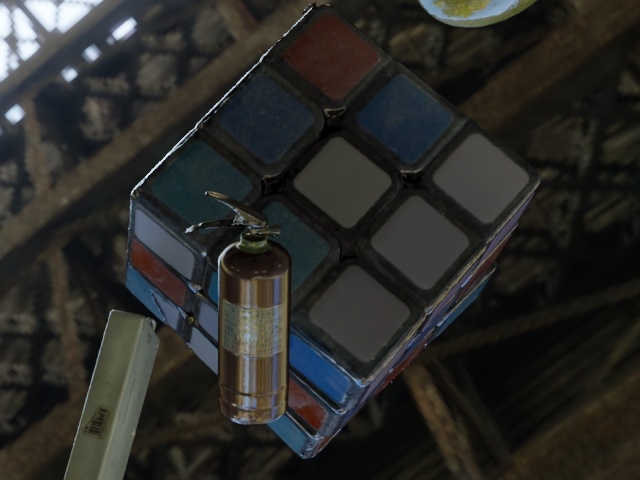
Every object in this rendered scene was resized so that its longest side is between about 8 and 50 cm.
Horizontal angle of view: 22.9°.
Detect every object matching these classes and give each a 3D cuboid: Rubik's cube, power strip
[{"bbox_3d":[0.000,0.000,1.888,0.362,0.363,0.359,-43,168,-23],"label":"Rubik's cube"},{"bbox_3d":[-0.246,0.254,1.726,0.043,0.106,0.367,10,-110,9],"label":"power strip"}]

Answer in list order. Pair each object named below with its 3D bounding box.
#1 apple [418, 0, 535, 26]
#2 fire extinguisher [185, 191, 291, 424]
[{"bbox_3d":[0.237,-0.500,2.181,0.360,0.320,0.311,-27,-120,-38],"label":"apple"},{"bbox_3d":[-0.077,0.061,1.500,0.099,0.231,0.071,1,-153,2],"label":"fire extinguisher"}]
